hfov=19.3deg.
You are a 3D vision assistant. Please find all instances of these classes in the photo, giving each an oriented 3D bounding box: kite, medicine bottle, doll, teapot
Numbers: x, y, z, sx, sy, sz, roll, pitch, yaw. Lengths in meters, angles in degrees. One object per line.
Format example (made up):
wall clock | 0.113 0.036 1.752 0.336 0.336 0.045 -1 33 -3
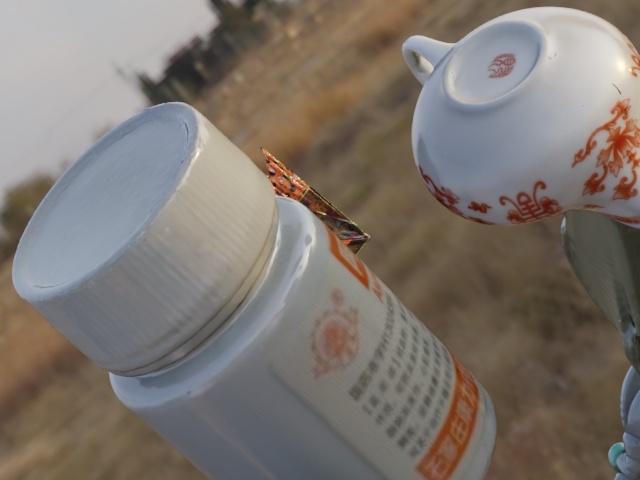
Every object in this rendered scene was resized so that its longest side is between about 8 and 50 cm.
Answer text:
kite | 0.000 0.000 2.110 0.125 0.222 0.008 -4 -4 -22
medicine bottle | -0.046 0.083 1.472 0.211 0.371 0.211 -33 30 22
doll | 0.442 0.232 2.247 0.195 0.258 0.153 -7 21 -17
teapot | 0.127 -0.087 1.231 0.159 0.116 0.245 -52 38 5

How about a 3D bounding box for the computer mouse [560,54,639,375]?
computer mouse | 0.316 -0.041 1.708 0.228 0.429 0.145 -34 42 -14
